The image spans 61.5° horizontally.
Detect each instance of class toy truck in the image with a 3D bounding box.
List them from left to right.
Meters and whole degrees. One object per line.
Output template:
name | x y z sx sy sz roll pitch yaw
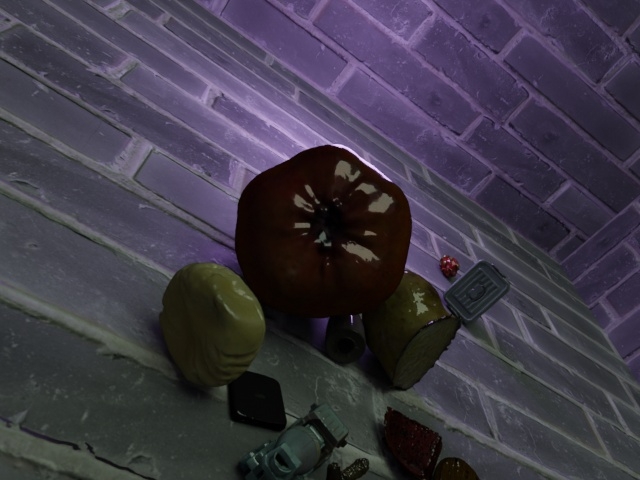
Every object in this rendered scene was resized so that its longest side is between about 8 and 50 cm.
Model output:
toy truck | -0.039 0.391 1.003 0.108 0.140 0.256 48 26 17

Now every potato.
potato | 0.217 0.227 1.499 0.237 0.289 0.300 40 11 33

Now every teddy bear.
teddy bear | 0.039 0.485 1.044 0.160 0.077 0.120 4 78 -61

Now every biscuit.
biscuit | 0.330 0.612 1.247 0.212 0.036 0.212 31 40 -30

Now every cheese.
cheese | -0.217 0.162 1.038 0.226 0.214 0.117 45 27 23

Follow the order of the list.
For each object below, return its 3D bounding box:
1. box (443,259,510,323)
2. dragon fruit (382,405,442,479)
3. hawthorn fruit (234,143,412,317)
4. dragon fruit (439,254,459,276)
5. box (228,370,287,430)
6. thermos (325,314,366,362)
box | 0.615 0.197 2.116 0.163 0.243 0.135 47 14 15
dragon fruit | 0.207 0.487 1.277 0.161 0.121 0.127 27 61 27
hawthorn fruit | 0.000 0.000 1.381 0.471 0.472 0.472 32 27 -18
dragon fruit | 0.561 0.108 2.345 0.086 0.081 0.116 26 28 -7
box | -0.132 0.328 1.114 0.126 0.027 0.125 24 28 -29
thermos | 0.073 0.245 1.457 0.137 0.105 0.193 60 12 -20
